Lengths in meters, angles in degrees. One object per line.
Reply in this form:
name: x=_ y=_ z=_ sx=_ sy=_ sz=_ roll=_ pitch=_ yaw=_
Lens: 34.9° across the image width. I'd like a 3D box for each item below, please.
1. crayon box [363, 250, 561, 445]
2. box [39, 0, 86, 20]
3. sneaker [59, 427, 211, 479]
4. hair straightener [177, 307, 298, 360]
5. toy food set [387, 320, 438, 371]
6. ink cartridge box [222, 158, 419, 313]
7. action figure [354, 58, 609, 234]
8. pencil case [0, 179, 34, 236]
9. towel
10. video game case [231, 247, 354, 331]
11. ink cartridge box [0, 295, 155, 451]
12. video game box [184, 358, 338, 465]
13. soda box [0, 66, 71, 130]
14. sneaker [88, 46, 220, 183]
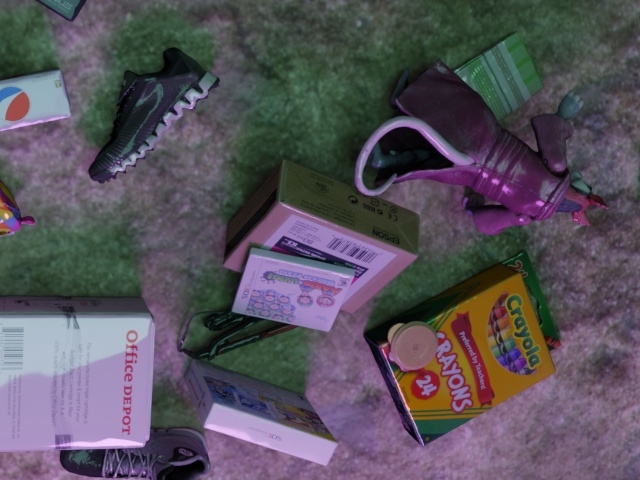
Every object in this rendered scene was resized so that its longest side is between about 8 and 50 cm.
crayon box: x=0.256 y=0.175 z=1.698 sx=0.319 sy=0.081 sz=0.202 roll=-28 pitch=108 yaw=-10
box: x=-0.389 y=-0.434 z=1.371 sx=0.233 sy=0.059 sz=0.183 roll=30 pitch=92 yaw=-20
sneaker: x=-0.273 y=0.333 z=1.539 sx=0.229 sy=0.132 sz=0.086 roll=-1 pitch=102 yaw=-18
hair straightener: x=-0.119 y=0.120 z=1.596 sx=0.231 sy=0.047 sz=0.089 roll=-20 pitch=89 yaw=-7
toy food set: x=0.146 y=0.166 z=1.607 sx=0.083 sy=0.020 sz=0.082 roll=-10 pitch=104 yaw=-15
ink cartridge box: x=0.000 y=0.000 z=1.518 sx=0.235 sy=0.088 sz=0.193 roll=21 pitch=140 yaw=-20
action figure: x=0.264 y=-0.127 z=1.524 sx=0.370 sy=0.276 sz=0.248 roll=26 pitch=108 yaw=5
pencil case: x=-0.524 y=-0.004 z=1.406 sx=0.236 sy=0.104 sz=0.104 roll=-31 pitch=109 yaw=-7
towel: x=0.278 y=-0.252 z=1.644 sx=0.152 sy=0.023 sz=0.113 roll=-34 pitch=112 yaw=-10
video game case: x=-0.043 y=0.076 z=1.523 sx=0.157 sy=0.019 sz=0.143 roll=12 pitch=137 yaw=-9
ink cartridge box: x=-0.392 y=0.191 z=1.477 sx=0.283 sy=0.117 sz=0.207 roll=2 pitch=100 yaw=-17
video game box: x=-0.094 y=0.258 z=1.550 sx=0.205 sy=0.187 sz=0.048 roll=22 pitch=95 yaw=-20
soda box: x=-0.456 y=-0.183 z=1.398 sx=0.216 sy=0.074 sz=0.069 roll=-15 pitch=106 yaw=-14
sneaker: x=-0.260 y=-0.186 z=1.461 sx=0.234 sy=0.078 sz=0.106 roll=-45 pitch=108 yaw=-8
